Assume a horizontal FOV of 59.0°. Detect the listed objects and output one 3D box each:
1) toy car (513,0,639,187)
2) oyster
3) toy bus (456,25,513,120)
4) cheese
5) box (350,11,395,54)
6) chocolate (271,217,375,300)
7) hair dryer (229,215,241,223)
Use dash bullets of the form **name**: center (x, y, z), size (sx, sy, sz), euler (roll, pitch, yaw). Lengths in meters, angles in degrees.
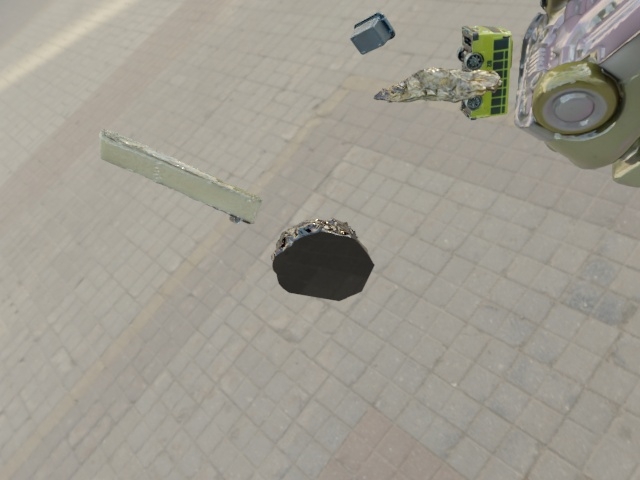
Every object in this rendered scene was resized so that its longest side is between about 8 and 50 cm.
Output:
- **toy car**: center (0.388, -0.229, 0.598), size (0.336, 0.227, 0.242), euler (-43, 25, 55)
- **oyster**: center (0.311, -0.417, 1.530), size (0.345, 0.078, 0.128), euler (-1, 47, 18)
- **toy bus**: center (0.495, -0.511, 1.704), size (0.150, 0.261, 0.128), euler (-7, 31, 0)
- **cheese**: center (-0.325, -0.147, 1.308), size (0.401, 0.085, 0.034), euler (23, 41, -1)
- **box**: center (0.123, -0.500, 1.378), size (0.099, 0.074, 0.054), euler (-8, 41, 49)
- **chocolate**: center (0.000, 0.000, 1.312), size (0.224, 0.206, 0.177), euler (10, 41, -13)
- **hair dryer**: center (-0.280, -0.088, 1.745), size (0.026, 0.083, 0.047), euler (-43, 29, -17)
